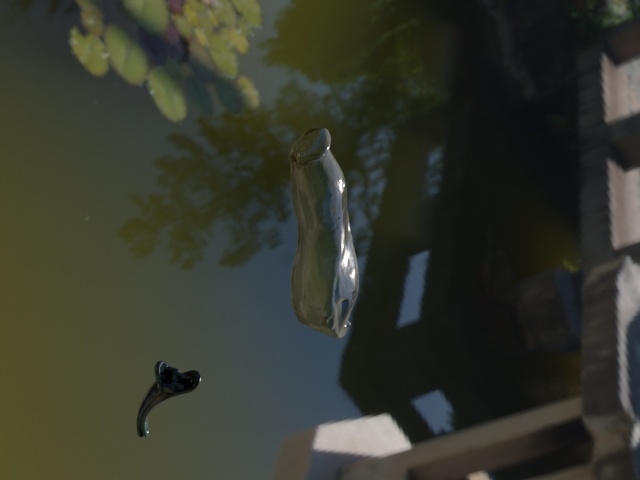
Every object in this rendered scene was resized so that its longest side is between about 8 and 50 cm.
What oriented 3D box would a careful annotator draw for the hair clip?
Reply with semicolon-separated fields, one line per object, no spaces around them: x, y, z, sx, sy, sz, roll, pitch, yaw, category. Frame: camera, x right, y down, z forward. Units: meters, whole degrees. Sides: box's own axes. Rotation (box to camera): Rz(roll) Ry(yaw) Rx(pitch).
-0.254;0.248;1.668;0.070;0.229;0.039;18;54;-17;hair clip

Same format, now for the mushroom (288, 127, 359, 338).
0.001;-0.002;1.641;0.109;0.097;0.351;-30;123;-47;mushroom
